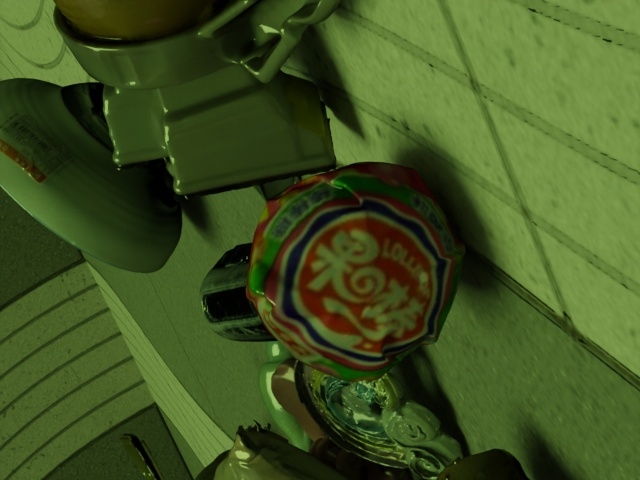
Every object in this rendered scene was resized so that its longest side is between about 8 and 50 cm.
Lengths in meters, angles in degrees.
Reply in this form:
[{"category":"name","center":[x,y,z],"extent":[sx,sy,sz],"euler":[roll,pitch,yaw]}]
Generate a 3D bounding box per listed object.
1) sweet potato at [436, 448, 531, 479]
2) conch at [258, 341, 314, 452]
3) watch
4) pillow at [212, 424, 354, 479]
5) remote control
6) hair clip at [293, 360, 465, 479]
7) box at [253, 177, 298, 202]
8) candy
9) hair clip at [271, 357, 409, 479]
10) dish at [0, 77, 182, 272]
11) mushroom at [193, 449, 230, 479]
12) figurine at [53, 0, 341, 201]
[{"category":"sweet potato","center":[0.164,0.236,0.717],"extent":[0.286,0.085,0.112],"euler":[47,-164,16]},{"category":"conch","center":[-0.010,0.131,1.175],"extent":[0.065,0.088,0.180],"euler":[-34,-68,-61]},{"category":"watch","center":[-0.092,0.291,1.493],"extent":[0.268,0.165,0.102],"euler":[56,166,-10]},{"category":"pillow","center":[0.034,0.243,1.001],"extent":[0.270,0.067,0.173],"euler":[31,149,0]},{"category":"remote control","center":[-0.038,0.045,1.047],"extent":[0.090,0.066,0.266],"euler":[63,159,-7]},{"category":"hair clip","center":[0.029,0.101,0.919],"extent":[0.116,0.049,0.172],"euler":[-5,118,53]},{"category":"box","center":[-0.079,-0.119,0.988],"extent":[0.177,0.035,0.115],"euler":[49,160,45]},{"category":"candy","center":[0.000,0.000,0.834],"extent":[0.124,0.124,0.365],"euler":[65,175,-10]},{"category":"hair clip","center":[0.022,0.173,1.108],"extent":[0.123,0.102,0.138],"euler":[10,166,47]},{"category":"dish","center":[-0.234,-0.103,1.389],"extent":[0.273,0.134,0.273],"euler":[40,-166,-12]},{"category":"mushroom","center":[-0.071,0.397,1.649],"extent":[0.217,0.212,0.292],"euler":[21,180,17]},{"category":"figurine","center":[-0.096,-0.165,0.744],"extent":[0.308,0.143,0.309],"euler":[19,143,15]}]
